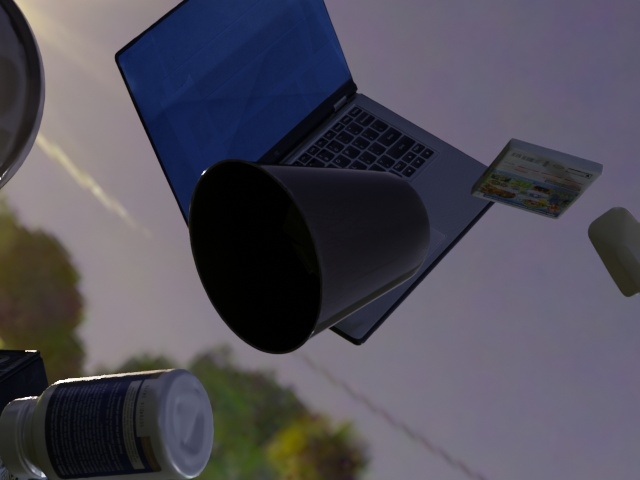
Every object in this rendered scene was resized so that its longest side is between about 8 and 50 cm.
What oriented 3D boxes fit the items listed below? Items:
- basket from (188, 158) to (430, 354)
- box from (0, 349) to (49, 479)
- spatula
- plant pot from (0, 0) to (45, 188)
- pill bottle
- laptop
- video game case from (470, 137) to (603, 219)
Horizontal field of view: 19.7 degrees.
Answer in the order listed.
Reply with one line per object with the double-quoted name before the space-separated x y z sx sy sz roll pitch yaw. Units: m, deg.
"basket" 0.000 0.000 1.917 0.154 0.227 0.204 -32 -101 36
"box" -0.262 0.191 1.383 0.078 0.147 0.180 -1 -72 29
"spatula" 0.372 0.044 1.717 0.242 0.168 0.019 58 23 12
"plant pot" -0.461 -0.177 1.976 0.323 0.323 0.280 51 -6 -4
"pill bottle" -0.131 0.115 1.110 0.120 0.067 0.067 -8 -46 24
"laptop" 0.004 -0.145 2.351 0.408 0.382 0.236 32 -40 17
"video game case" 0.194 -0.054 1.667 0.087 0.011 0.122 16 -22 -7
